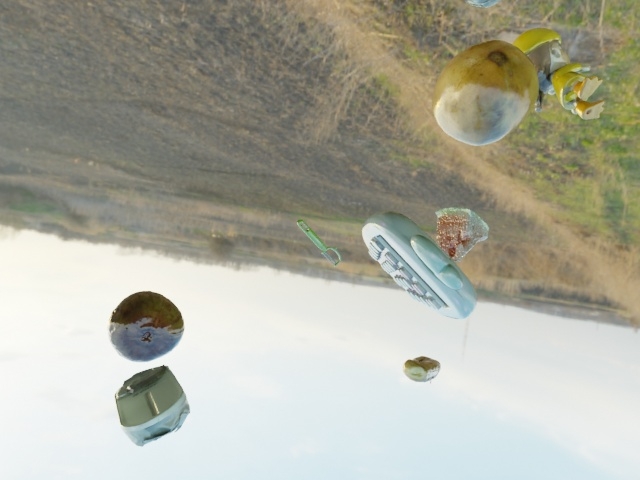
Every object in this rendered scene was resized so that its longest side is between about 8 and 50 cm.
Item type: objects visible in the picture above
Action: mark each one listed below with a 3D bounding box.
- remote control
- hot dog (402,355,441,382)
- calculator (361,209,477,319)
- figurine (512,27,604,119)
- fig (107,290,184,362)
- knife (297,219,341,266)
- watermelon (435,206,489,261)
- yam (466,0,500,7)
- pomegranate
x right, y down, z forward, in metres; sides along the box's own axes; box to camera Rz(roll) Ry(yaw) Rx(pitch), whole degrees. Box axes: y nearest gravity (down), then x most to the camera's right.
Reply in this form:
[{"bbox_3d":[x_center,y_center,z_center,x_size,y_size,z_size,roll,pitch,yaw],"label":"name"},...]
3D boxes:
[{"bbox_3d":[-0.276,0.262,0.875,0.104,0.052,0.247,-27,-168,-20],"label":"remote control"},{"bbox_3d":[0.282,0.356,1.499,0.088,0.061,0.286,24,179,26],"label":"hot dog"},{"bbox_3d":[0.133,0.034,0.749,0.185,0.041,0.299,47,173,3],"label":"calculator"},{"bbox_3d":[0.702,-0.504,1.622,0.187,0.215,0.343,-21,-135,-6],"label":"figurine"},{"bbox_3d":[-0.536,0.226,1.653,0.217,0.217,0.321,11,-164,-22],"label":"fig"},{"bbox_3d":[0.000,0.000,1.851,0.212,0.054,0.015,46,175,-16],"label":"knife"},{"bbox_3d":[0.307,-0.011,1.219,0.121,0.158,0.098,55,155,-12],"label":"watermelon"},{"bbox_3d":[0.499,-0.883,1.737,0.202,0.201,0.271,4,174,37],"label":"yam"},{"bbox_3d":[0.449,-0.407,1.484,0.307,0.307,0.307,10,177,1],"label":"pomegranate"}]
